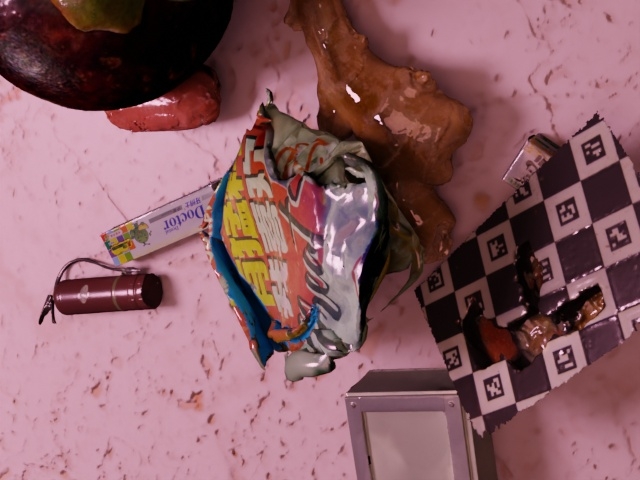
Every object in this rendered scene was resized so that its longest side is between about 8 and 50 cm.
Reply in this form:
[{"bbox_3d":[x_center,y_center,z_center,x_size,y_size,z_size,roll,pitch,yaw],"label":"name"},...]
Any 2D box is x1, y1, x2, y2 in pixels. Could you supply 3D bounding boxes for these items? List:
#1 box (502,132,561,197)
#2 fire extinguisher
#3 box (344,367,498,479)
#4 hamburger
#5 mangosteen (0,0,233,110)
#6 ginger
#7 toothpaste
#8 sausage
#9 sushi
[{"bbox_3d":[0.271,-0.023,0.985,0.207,0.041,0.050,37,117,11],"label":"box"},{"bbox_3d":[-0.263,0.057,1.219,0.157,0.045,0.078,-6,72,24],"label":"fire extinguisher"},{"bbox_3d":[0.113,0.253,1.089,0.129,0.086,0.225,-5,100,23],"label":"box"},{"bbox_3d":[0.005,0.006,1.019,0.276,0.150,0.260,40,125,48],"label":"hamburger"},{"bbox_3d":[-0.207,-0.271,0.975,0.311,0.311,0.311,5,104,21],"label":"mangosteen"},{"bbox_3d":[0.057,-0.138,1.027,0.148,0.081,0.334,-36,85,47],"label":"ginger"},{"bbox_3d":[-0.173,-0.020,1.167,0.164,0.034,0.046,-22,97,25],"label":"toothpaste"},{"bbox_3d":[-0.169,-0.152,1.113,0.141,0.076,0.076,-1,102,20],"label":"sausage"},{"bbox_3d":[0.217,0.045,0.965,0.279,0.043,0.192,-47,49,33],"label":"sushi"}]
